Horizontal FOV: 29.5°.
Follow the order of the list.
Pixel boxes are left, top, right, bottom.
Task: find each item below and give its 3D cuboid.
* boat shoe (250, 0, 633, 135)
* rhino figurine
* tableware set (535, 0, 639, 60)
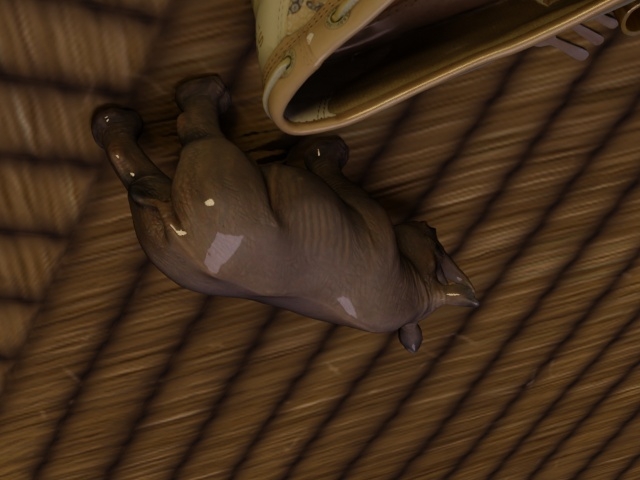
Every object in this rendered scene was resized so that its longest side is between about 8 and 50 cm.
[{"bbox_3d":[0.100,-0.124,0.495,0.285,0.089,0.104,-23,138,25],"label":"boat shoe"},{"bbox_3d":[0.000,0.000,0.628,0.243,0.106,0.073,20,126,-41],"label":"rhino figurine"},{"bbox_3d":[0.122,-0.138,0.593,0.154,0.024,0.104,17,127,-39],"label":"tableware set"}]
